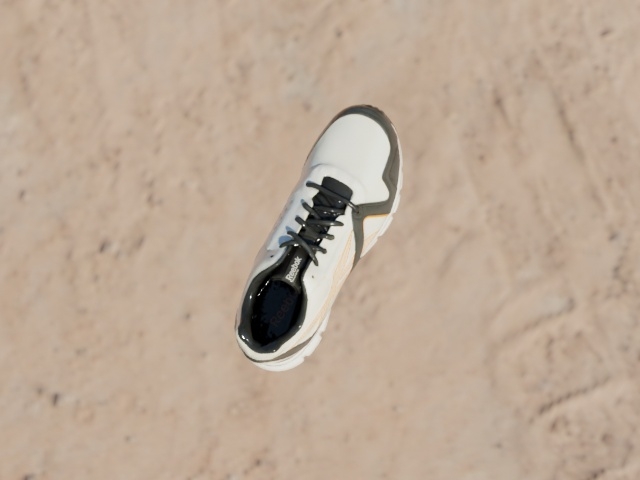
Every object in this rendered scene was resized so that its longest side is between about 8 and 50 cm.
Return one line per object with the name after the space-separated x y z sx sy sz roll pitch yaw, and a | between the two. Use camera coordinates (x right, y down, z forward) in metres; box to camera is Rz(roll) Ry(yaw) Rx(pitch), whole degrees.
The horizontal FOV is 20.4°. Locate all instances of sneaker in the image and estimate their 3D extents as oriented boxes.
0.000 0.000 0.666 0.040 0.044 0.109 23 91 8 | sneaker
